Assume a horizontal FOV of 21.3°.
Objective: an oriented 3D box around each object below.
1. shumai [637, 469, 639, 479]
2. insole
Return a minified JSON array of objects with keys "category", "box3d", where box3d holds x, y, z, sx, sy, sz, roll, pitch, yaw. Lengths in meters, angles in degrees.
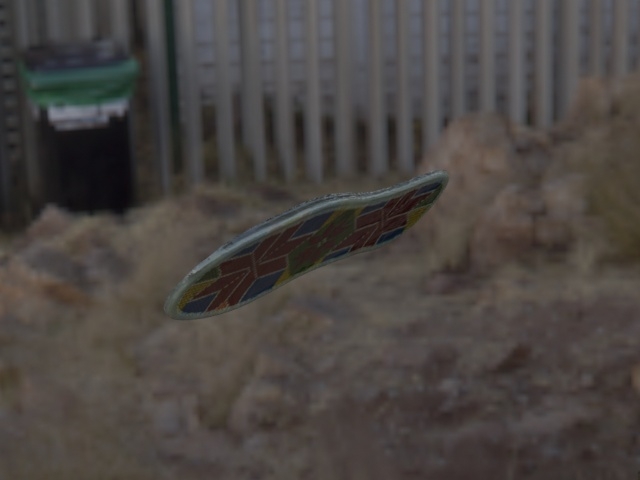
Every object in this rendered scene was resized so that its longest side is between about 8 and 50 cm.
[{"category":"shumai","box3d":[0.347,0.275,1.128,0.309,0.263,0.304,6,-20,23]},{"category":"insole","box3d":[0.000,0.000,0.743,0.006,0.065,0.193,49,34,16]}]
